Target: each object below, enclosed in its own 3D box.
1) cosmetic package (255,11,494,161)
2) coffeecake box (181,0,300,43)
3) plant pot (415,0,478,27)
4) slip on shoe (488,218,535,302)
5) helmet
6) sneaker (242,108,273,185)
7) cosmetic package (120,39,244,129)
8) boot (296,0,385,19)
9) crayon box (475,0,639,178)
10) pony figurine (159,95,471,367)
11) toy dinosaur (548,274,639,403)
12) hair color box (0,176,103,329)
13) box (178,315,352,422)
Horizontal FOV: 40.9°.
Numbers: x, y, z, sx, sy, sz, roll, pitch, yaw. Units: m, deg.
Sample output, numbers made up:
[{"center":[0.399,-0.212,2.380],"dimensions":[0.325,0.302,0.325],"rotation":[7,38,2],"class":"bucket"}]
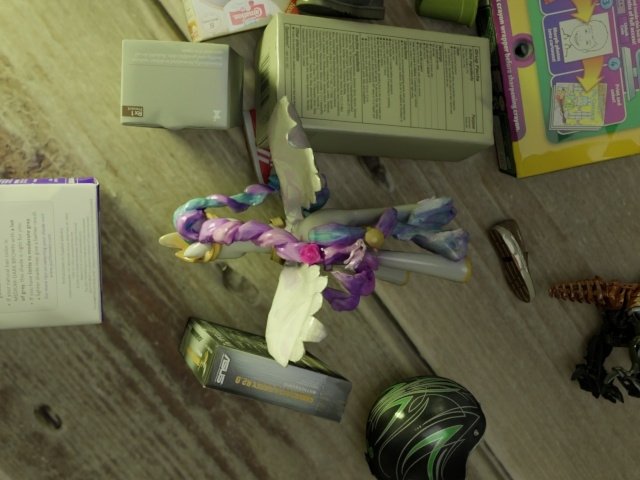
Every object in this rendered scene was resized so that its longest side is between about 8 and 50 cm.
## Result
[{"center":[0.073,-0.202,1.173],"dimensions":[0.309,0.113,0.160],"rotation":[3,80,-19],"class":"cosmetic package"},{"center":[-0.122,-0.370,1.143],"dimensions":[0.142,0.068,0.186],"rotation":[-17,102,-14],"class":"coffeecake box"},{"center":[0.179,-0.347,1.231],"dimensions":[0.079,0.083,0.083],"rotation":[-1,98,-4],"class":"plant pot"},{"center":[0.306,0.031,1.331],"dimensions":[0.041,0.051,0.135],"rotation":[-30,99,-22],"class":"slip on shoe"},{"center":[0.152,0.278,1.260],"dimensions":[0.169,0.169,0.162],"rotation":[5,113,-16],"class":"helmet"},{"center":[-0.069,-0.129,1.204],"dimensions":[0.067,0.042,0.118],"rotation":[-13,99,-10],"class":"sneaker"},{"center":[-0.163,-0.187,1.058],"dimensions":[0.127,0.238,0.107],"rotation":[2,96,-3],"class":"cosmetic package"},{"center":[0.034,-0.407,1.151],"dimensions":[0.189,0.076,0.209],"rotation":[-18,116,-57],"class":"boot"},{"center":[0.397,-0.300,1.250],"dimensions":[0.313,0.106,0.363],"rotation":[-12,102,-3],"class":"crayon box"},{"center":[0.000,0.000,1.095],"dimensions":[0.363,0.351,0.303],"rotation":[3,86,-21],"class":"pony figurine"},{"center":[0.495,0.144,1.371],"dimensions":[0.321,0.164,0.218],"rotation":[19,77,1],"class":"toy dinosaur"},{"center":[-0.452,0.017,1.083],"dimensions":[0.338,0.110,0.185],"rotation":[-2,99,-17],"class":"hair color box"},{"center":[-0.082,0.167,1.142],"dimensions":[0.183,0.231,0.056],"rotation":[19,89,-18],"class":"box"}]
